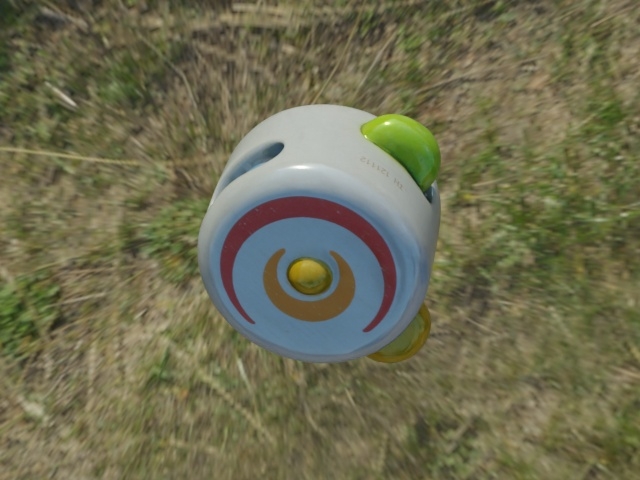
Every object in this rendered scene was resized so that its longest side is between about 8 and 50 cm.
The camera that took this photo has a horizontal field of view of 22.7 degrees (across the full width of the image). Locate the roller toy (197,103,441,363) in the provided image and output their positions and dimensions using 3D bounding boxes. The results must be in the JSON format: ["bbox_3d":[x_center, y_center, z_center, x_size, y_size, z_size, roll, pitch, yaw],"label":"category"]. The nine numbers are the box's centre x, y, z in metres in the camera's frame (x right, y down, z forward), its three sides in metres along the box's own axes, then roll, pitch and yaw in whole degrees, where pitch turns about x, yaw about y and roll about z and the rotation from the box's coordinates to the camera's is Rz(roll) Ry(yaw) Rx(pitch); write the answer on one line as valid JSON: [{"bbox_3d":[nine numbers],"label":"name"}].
[{"bbox_3d":[0.000,0.000,1.323,0.191,0.146,0.209,4,122,8],"label":"roller toy"}]
